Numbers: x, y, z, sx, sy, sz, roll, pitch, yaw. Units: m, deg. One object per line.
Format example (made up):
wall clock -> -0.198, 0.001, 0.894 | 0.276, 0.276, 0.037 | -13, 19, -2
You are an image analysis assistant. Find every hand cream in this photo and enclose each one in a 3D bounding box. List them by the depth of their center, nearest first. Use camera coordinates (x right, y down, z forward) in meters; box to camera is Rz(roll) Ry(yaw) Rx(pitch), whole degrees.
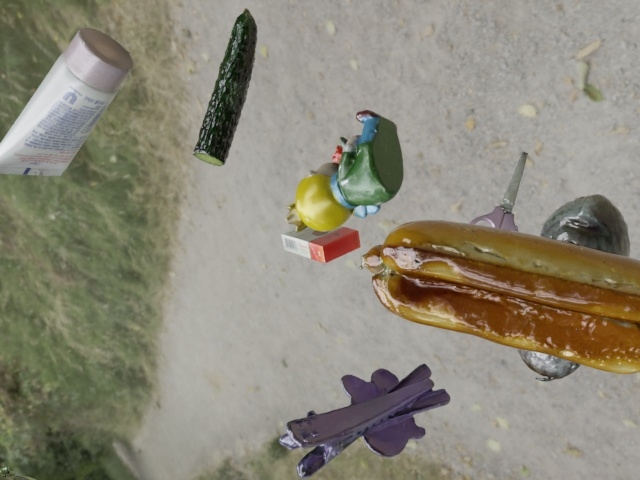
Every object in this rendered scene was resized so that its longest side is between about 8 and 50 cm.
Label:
hand cream -> -0.358, -0.176, 0.999 | 0.248, 0.133, 0.083 | -44, 68, 23

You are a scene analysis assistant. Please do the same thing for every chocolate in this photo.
chocolate -> 0.311, 0.059, 0.896 | 0.110, 0.110, 0.248 | 39, 120, 47

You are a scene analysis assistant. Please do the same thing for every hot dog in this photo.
hot dog -> 0.208, 0.046, 0.754 | 0.100, 0.338, 0.135 | -73, -6, -47

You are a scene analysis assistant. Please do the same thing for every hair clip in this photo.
hair clip -> 0.054, 0.247, 1.009 | 0.137, 0.279, 0.090 | 51, 134, 33

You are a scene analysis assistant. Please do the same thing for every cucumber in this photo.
cucumber -> -0.163, -0.283, 1.308 | 0.067, 0.068, 0.293 | 6, 79, 64

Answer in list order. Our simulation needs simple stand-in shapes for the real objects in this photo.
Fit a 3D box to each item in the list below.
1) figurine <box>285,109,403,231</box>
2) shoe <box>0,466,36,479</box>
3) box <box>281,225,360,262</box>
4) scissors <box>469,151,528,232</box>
figurine -> 0.036, -0.116, 1.275 | 0.234, 0.127, 0.185 | -26, 61, 48
shoe -> -0.514, 0.518, 1.246 | 0.140, 0.128, 0.262 | -36, 81, 23
box -> 0.000, 0.000, 1.533 | 0.152, 0.100, 0.048 | 13, 123, 53
scissors -> 0.331, -0.064, 1.270 | 0.110, 0.212, 0.021 | 24, 165, -5
